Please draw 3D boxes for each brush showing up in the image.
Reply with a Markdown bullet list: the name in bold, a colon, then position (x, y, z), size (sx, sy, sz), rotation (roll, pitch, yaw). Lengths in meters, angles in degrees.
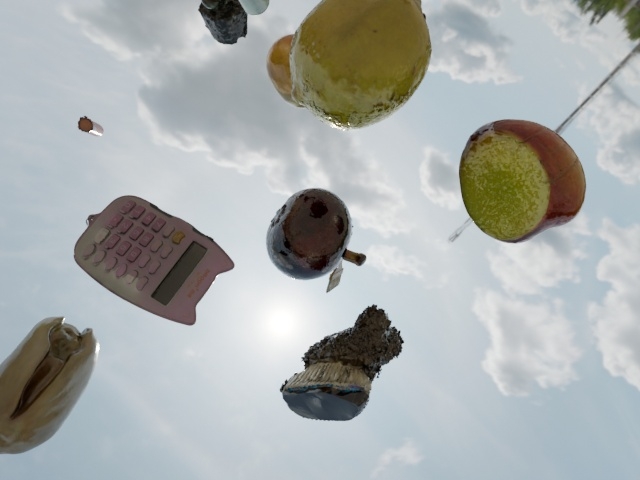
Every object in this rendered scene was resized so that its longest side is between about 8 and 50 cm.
- **brush**: position (0.072, 0.049, 1.445), size (0.013, 0.273, 0.103), rotation (20, -162, 22)

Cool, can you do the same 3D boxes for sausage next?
- **sausage**: position (-0.719, -0.356, 1.315), size (0.048, 0.145, 0.050), rotation (-34, -78, -5)

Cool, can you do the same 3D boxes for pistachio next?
- **pistachio**: position (-0.585, 0.299, 0.869), size (0.166, 0.197, 0.288), rotation (38, -143, -19)

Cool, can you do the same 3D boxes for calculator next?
- **calculator**: position (-0.334, 0.033, 0.829), size (0.294, 0.043, 0.194), rotation (32, -112, -1)

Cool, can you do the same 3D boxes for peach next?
- **peach**: position (0.443, -0.146, 0.945), size (0.275, 0.248, 0.245), rotation (62, -148, -6)
- **peach**: position (-0.091, -0.742, 1.790), size (0.288, 0.289, 0.308), rotation (-17, -92, -38)

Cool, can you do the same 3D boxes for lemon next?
- **lemon**: position (0.081, -0.360, 0.817), size (0.258, 0.310, 0.258), rotation (49, -179, -1)

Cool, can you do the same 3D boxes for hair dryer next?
- **hair dryer**: position (-0.097, -0.624, 0.983), size (0.236, 0.131, 0.073), rotation (-9, -97, 10)

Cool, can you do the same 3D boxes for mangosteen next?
- **mangosteen**: position (0.000, 0.000, 1.039), size (0.261, 0.235, 0.236), rotation (29, -136, -20)

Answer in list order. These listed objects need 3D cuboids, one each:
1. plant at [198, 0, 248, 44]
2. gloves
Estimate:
- **plant**: position (-0.323, -0.773, 1.335), size (0.146, 0.274, 0.149), rotation (32, -106, 8)
- **gloves**: position (0.064, 0.247, 0.877), size (0.135, 0.210, 0.312), rotation (57, -154, 1)
